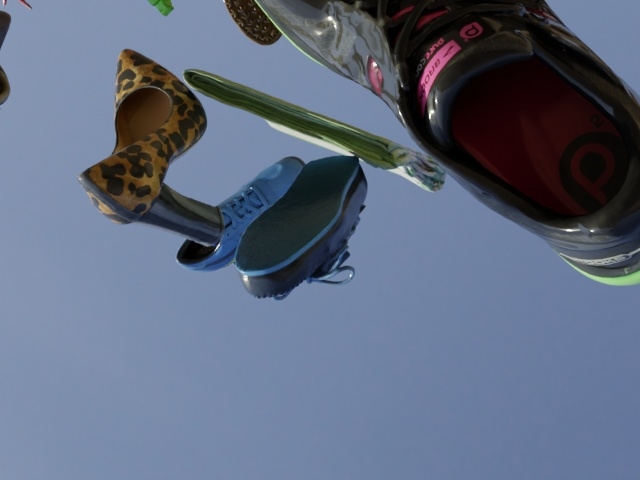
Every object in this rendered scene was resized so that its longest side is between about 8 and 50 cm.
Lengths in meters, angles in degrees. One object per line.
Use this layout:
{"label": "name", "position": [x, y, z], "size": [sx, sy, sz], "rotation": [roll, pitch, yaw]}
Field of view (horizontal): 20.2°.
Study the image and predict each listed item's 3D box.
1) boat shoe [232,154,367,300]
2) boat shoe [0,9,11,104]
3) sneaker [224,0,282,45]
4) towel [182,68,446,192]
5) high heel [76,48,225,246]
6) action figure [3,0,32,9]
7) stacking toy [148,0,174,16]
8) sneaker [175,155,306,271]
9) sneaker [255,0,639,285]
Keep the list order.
{"label": "boat shoe", "position": [0.000, 0.000, 1.750], "size": [0.109, 0.089, 0.258], "rotation": [0, -155, 27]}
{"label": "boat shoe", "position": [-0.452, -0.199, 2.347], "size": [0.092, 0.285, 0.102], "rotation": [13, -133, -3]}
{"label": "sneaker", "position": [-0.096, -0.324, 2.111], "size": [0.064, 0.192, 0.086], "rotation": [-29, -166, 15]}
{"label": "towel", "position": [0.007, -0.117, 1.974], "size": [0.248, 0.038, 0.325], "rotation": [22, -176, 14]}
{"label": "high heel", "position": [-0.200, -0.120, 1.818], "size": [0.186, 0.093, 0.261], "rotation": [21, -143, -50]}
{"label": "action figure", "position": [-0.311, -0.337, 1.747], "size": [0.139, 0.280, 0.091], "rotation": [27, 178, -22]}
{"label": "stacking toy", "position": [-0.200, -0.423, 2.284], "size": [0.052, 0.167, 0.221], "rotation": [-24, -101, -52]}
{"label": "sneaker", "position": [-0.100, -0.029, 2.287], "size": [0.069, 0.209, 0.082], "rotation": [55, -158, 14]}
{"label": "sneaker", "position": [0.114, -0.159, 1.456], "size": [0.483, 0.185, 0.202], "rotation": [39, -176, 16]}
